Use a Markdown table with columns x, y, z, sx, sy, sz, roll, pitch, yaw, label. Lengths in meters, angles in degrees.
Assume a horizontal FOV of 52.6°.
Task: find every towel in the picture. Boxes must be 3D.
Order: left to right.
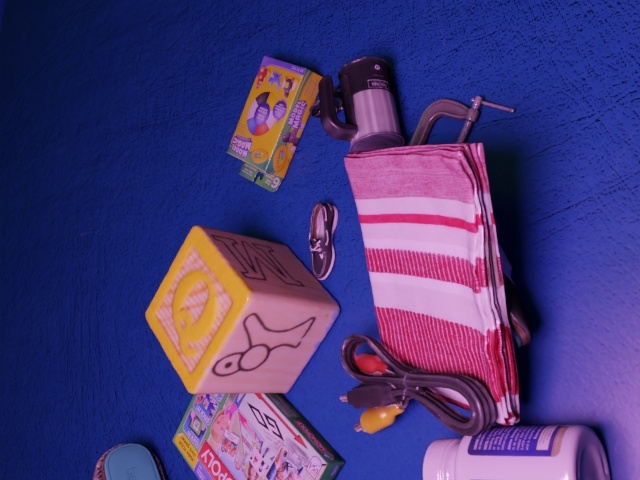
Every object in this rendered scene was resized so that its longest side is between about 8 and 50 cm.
| x | y | z | sx | sy | sz | roll | pitch | yaw | label |
| --- | --- | --- | --- | --- | --- | --- | --- | --- | --- |
| 0.127 | 0.048 | 0.795 | 0.237 | 0.037 | 0.329 | 6 | 111 | 59 | towel |

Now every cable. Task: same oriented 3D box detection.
| x | y | z | sx | sy | sz | roll | pitch | yaw | label |
| --- | --- | --- | --- | --- | --- | --- | --- | --- | --- |
| 0.116 | 0.182 | 0.840 | 0.287 | 0.072 | 0.140 | -20 | 73 | 52 | cable |

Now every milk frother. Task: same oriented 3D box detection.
| x | y | z | sx | sy | sz | roll | pitch | yaw | label |
| --- | --- | --- | --- | --- | --- | --- | --- | --- | --- |
| 0.053 | -0.190 | 1.018 | 0.143 | 0.129 | 0.135 | 104 | 161 | -69 | milk frother |

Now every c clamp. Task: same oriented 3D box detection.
| x | y | z | sx | sy | sz | roll | pitch | yaw | label |
| --- | --- | --- | --- | --- | --- | --- | --- | --- | --- |
| 0.181 | -0.138 | 0.924 | 0.137 | 0.022 | 0.161 | 36 | 105 | 41 | c clamp |

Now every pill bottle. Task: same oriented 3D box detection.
| x | y | z | sx | sy | sz | roll | pitch | yaw | label |
| --- | --- | --- | --- | --- | --- | --- | --- | --- | --- |
| 0.217 | 0.268 | 0.735 | 0.186 | 0.112 | 0.112 | -15 | 71 | 40 | pill bottle |

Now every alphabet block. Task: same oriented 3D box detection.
| x | y | z | sx | sy | sz | roll | pitch | yaw | label |
| --- | --- | --- | --- | --- | --- | --- | --- | --- | --- |
| -0.124 | 0.114 | 1.026 | 0.193 | 0.197 | 0.192 | 44 | 110 | 40 | alphabet block |

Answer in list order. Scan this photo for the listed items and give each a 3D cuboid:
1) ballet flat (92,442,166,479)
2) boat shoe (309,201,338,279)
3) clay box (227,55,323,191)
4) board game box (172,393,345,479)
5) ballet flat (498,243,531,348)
| x | y | z | sx | sy | sz | roll | pitch | yaw | label |
| --- | --- | --- | --- | --- | --- | --- | --- | --- | --- |
| -0.288 | 0.581 | 1.123 | 0.483 | 0.164 | 0.182 | 51 | 136 | 43 | ballet flat |
| 0.000 | 0.000 | 1.047 | 0.046 | 0.038 | 0.125 | 5 | 84 | 43 | boat shoe |
| -0.090 | -0.210 | 1.169 | 0.127 | 0.053 | 0.222 | 30 | 100 | 43 | clay box |
| -0.117 | 0.347 | 1.070 | 0.317 | 0.046 | 0.214 | 36 | 104 | 41 | board game box |
| 0.178 | 0.030 | 0.838 | 0.096 | 0.095 | 0.280 | -42 | 44 | -13 | ballet flat |
